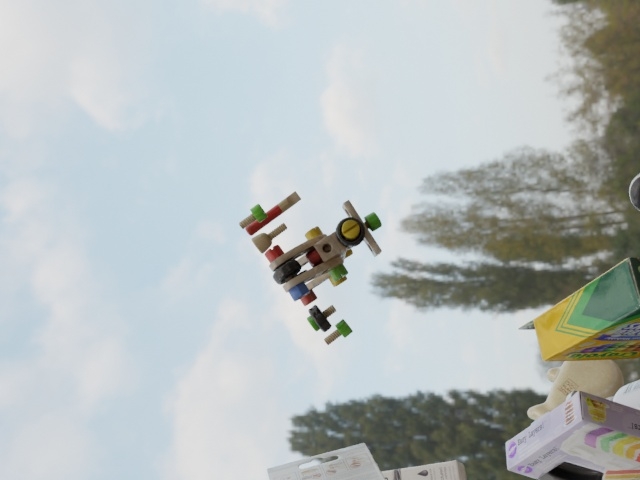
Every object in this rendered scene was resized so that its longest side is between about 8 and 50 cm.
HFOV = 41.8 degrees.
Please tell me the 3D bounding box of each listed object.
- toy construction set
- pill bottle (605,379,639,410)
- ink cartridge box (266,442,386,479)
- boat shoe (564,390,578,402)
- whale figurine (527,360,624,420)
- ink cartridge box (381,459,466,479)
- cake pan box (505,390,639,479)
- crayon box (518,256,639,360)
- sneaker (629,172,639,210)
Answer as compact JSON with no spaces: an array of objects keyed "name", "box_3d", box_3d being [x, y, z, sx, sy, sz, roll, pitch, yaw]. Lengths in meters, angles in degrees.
[{"name":"toy construction set","box_3d":[0.000,0.000,1.733,0.309,0.237,0.257,53,179,34]},{"name":"pill bottle","box_3d":[0.684,0.344,1.658,0.160,0.283,0.160,19,-126,-28]},{"name":"ink cartridge box","box_3d":[0.019,0.425,1.382,0.232,0.189,0.066,-149,48,-79]},{"name":"boat shoe","box_3d":[0.600,0.441,2.038,0.078,0.070,0.219,52,-148,-2]},{"name":"whale figurine","box_3d":[0.697,0.429,2.273,0.272,0.216,0.141,-39,-50,-9]},{"name":"ink cartridge box","box_3d":[0.238,0.680,2.123,0.115,0.272,0.198,47,-147,-62]},{"name":"cake pan box","box_3d":[0.518,0.395,1.586,0.245,0.267,0.070,21,-131,-12]},{"name":"crayon box","box_3d":[0.503,0.129,1.393,0.323,0.203,0.083,127,140,-59]},{"name":"sneaker","box_3d":[0.563,-0.103,1.364,0.234,0.097,0.084,-16,-62,-31]}]
